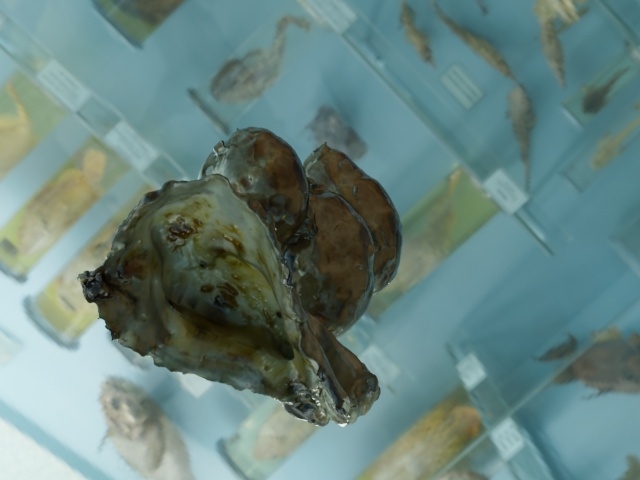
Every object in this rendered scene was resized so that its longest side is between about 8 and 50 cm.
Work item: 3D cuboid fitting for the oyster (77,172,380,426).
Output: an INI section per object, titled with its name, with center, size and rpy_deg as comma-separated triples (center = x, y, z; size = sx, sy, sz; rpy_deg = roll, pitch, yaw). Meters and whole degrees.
[oyster]
center = -0.060, 0.072, 1.063
size = 0.337, 0.198, 0.133
rpy_deg = 44, -149, -21

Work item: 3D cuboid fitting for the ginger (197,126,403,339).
[ginger]
center = 0.000, 0.000, 1.298
size = 0.375, 0.176, 0.256
rpy_deg = -3, -100, -64
